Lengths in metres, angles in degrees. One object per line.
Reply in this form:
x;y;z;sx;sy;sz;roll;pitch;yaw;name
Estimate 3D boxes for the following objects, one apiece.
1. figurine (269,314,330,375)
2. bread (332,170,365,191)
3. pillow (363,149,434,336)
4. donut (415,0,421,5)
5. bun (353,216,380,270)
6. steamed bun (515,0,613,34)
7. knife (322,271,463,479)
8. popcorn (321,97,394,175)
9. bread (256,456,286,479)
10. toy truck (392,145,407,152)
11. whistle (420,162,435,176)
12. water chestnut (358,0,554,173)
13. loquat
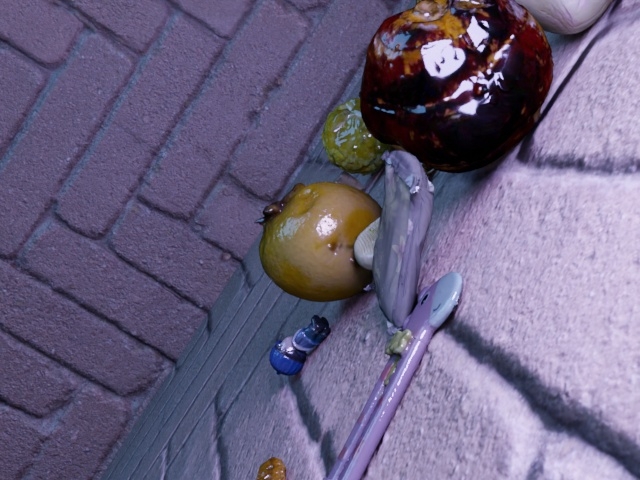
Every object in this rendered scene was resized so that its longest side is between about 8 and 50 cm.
-0.036;0.205;1.520;0.136;0.077;0.079;-34;56;29;figurine
0.033;-0.087;1.994;0.152;0.077;0.105;-49;9;52;bread
0.118;-0.004;1.181;0.169;0.059;0.254;-126;39;-64;pillow
0.283;-0.509;1.636;0.360;0.170;0.360;11;-90;-84;donut
0.114;0.011;1.337;0.115;0.069;0.115;-27;32;18;bun
0.369;-0.389;1.201;0.170;0.153;0.238;-49;26;4;steamed bun
0.076;0.209;1.034;0.398;0.038;0.132;-61;8;-18;knife
0.113;-0.256;1.939;0.213;0.197;0.198;-32;-5;-34;popcorn
-0.080;0.386;1.196;0.052;0.044;0.157;-50;13;22;bread
0.203;-0.245;1.616;0.135;0.114;0.270;-53;12;-6;toy truck
0.198;-0.137;1.498;0.109;0.046;0.057;-56;-6;-26;whistle
0.203;-0.231;1.192;0.289;0.289;0.244;-59;0;-8;water chestnut
0.000;0.000;1.460;0.243;0.244;0.244;-54;11;15;loquat
